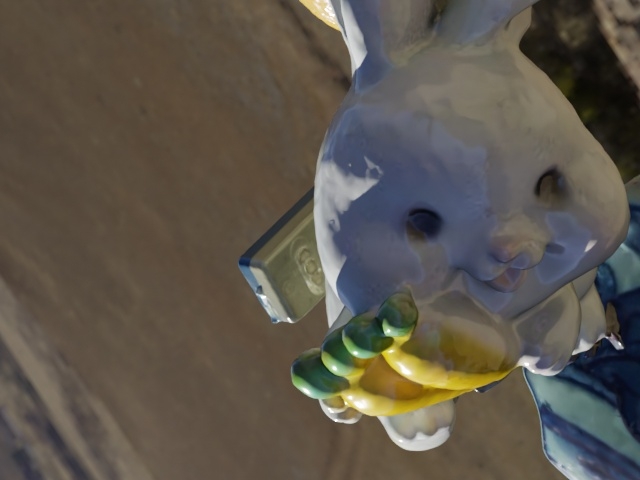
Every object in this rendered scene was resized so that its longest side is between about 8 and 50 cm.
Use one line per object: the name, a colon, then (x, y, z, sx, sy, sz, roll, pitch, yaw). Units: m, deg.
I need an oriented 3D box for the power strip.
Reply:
power strip: (0.000, 0.000, 1.113, 0.032, 0.123, 0.056, 6, 133, 50)

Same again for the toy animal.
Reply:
toy animal: (0.080, -0.022, 0.932, 0.310, 0.183, 0.247, 75, -165, -58)

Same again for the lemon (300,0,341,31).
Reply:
lemon: (0.033, -0.232, 1.267, 0.142, 0.142, 0.187, 37, 158, 51)

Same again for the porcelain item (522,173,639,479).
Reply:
porcelain item: (0.305, 0.097, 1.183, 0.281, 0.157, 0.286, 41, 126, 23)
